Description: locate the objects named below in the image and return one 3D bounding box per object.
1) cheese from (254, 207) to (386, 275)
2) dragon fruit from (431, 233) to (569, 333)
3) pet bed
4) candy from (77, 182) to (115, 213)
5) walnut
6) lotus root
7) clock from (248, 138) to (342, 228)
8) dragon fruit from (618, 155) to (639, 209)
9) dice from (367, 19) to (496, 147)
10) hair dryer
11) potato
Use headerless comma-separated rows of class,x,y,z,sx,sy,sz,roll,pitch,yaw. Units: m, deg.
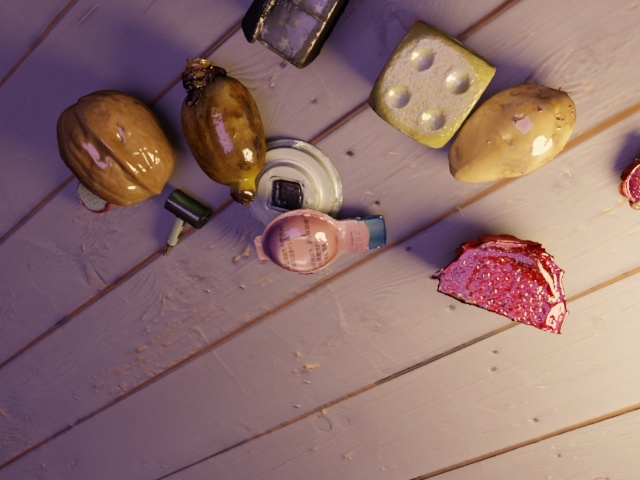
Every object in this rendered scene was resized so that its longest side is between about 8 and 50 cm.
cheese,0.000,0.000,1.202,0.286,0.074,0.188,-10,132,4
dragon fruit,0.357,0.076,1.106,0.262,0.189,0.162,18,77,6
pet bed,-0.040,-0.446,1.007,0.159,0.183,0.211,32,119,-3
candy,-0.552,-0.118,1.373,0.103,0.043,0.103,6,112,15
walnut,-0.443,-0.202,1.214,0.225,0.225,0.261,-37,102,26
lotus root,-0.199,-0.223,1.159,0.169,0.141,0.314,-9,102,37
clock,-0.071,-0.104,1.220,0.237,0.053,0.236,6,111,16
dragon fruit,0.603,-0.114,0.996,0.112,0.068,0.126,12,127,25
dice,0.199,-0.280,0.998,0.166,0.169,0.169,35,116,3
hair dryer,-0.343,-0.026,1.345,0.100,0.057,0.197,35,125,2
potato,0.341,-0.193,1.011,0.235,0.128,0.161,-10,103,26
